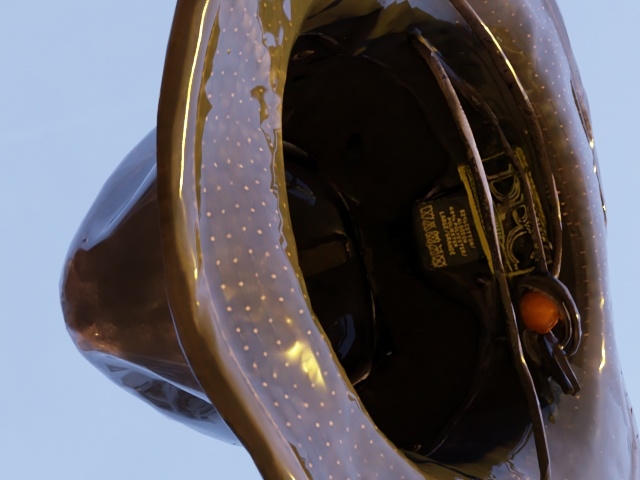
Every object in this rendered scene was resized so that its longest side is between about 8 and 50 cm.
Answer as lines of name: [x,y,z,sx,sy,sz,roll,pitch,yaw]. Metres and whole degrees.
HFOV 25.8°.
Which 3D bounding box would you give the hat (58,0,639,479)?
hat: [0.000,0.000,0.479,0.134,0.331,0.331,-12,-96,27]
